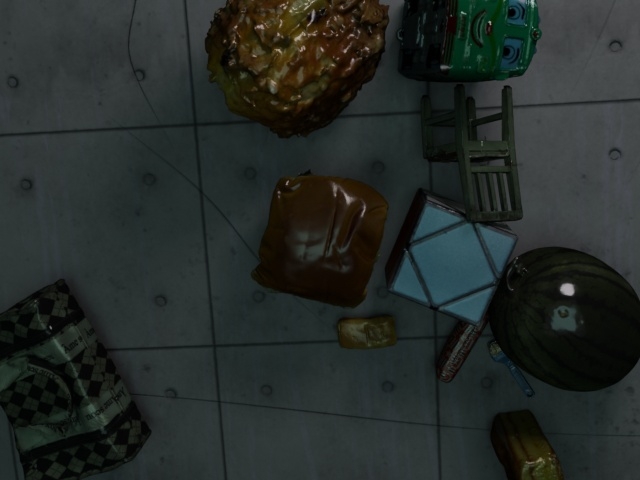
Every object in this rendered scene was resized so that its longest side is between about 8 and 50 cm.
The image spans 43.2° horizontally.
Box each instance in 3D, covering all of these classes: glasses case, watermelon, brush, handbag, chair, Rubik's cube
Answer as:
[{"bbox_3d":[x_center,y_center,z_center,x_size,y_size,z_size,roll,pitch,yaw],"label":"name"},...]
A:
[{"bbox_3d":[0.306,0.218,1.765,0.049,0.073,0.194,28,100,-3],"label":"glasses case"},{"bbox_3d":[0.490,0.154,1.630,0.359,0.279,0.278,28,102,-28],"label":"watermelon"},{"bbox_3d":[0.431,0.286,1.804,0.051,0.014,0.164,-34,99,10],"label":"brush"},{"bbox_3d":[-0.611,0.331,1.793,0.317,0.180,0.416,-22,101,19],"label":"handbag"},{"bbox_3d":[0.298,-0.167,1.612,0.136,0.147,0.270,-5,90,-27],"label":"chair"},{"bbox_3d":[0.262,0.029,1.664,0.205,0.207,0.205,21,100,-2],"label":"Rubik's cube"}]

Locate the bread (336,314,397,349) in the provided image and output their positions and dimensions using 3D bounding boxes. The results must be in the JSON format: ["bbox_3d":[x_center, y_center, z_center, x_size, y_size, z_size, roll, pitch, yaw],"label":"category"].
[{"bbox_3d":[0.102,0.202,1.783,0.132,0.053,0.074,-2,101,5],"label":"bread"}]

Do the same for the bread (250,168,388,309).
[{"bbox_3d":[0.000,0.000,1.661,0.250,0.225,0.278,12,97,-1],"label":"bread"}]

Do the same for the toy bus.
[{"bbox_3d":[0.273,-0.386,1.520,0.200,0.343,0.183,4,101,-9],"label":"toy bus"}]

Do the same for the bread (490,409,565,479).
[{"bbox_3d":[0.447,0.493,1.733,0.111,0.234,0.184,-15,101,2],"label":"bread"}]

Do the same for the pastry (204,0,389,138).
[{"bbox_3d":[-0.032,-0.371,1.510,0.337,0.405,0.292,-36,82,11],"label":"pastry"}]
